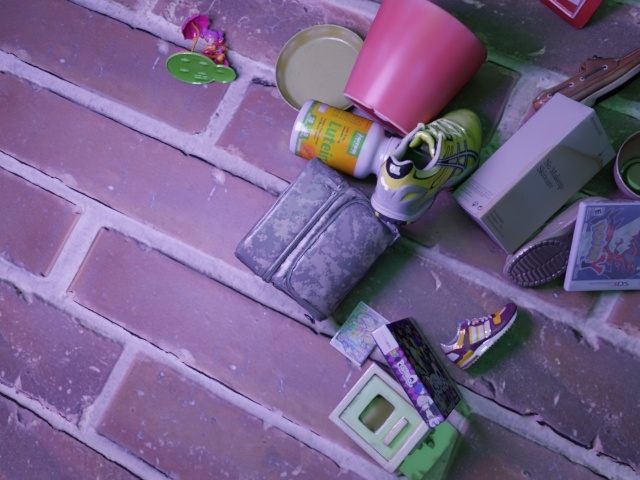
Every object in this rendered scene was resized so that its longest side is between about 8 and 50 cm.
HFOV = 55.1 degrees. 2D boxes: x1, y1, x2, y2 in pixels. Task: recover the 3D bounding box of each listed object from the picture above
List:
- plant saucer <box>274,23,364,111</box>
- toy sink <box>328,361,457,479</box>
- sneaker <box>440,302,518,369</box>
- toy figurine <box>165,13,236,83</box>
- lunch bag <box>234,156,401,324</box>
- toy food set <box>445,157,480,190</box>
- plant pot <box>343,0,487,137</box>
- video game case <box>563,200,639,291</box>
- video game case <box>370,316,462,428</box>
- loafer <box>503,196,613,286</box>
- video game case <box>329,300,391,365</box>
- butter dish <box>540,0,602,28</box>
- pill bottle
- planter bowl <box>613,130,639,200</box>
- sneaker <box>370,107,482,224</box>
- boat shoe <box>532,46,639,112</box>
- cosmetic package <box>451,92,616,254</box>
[{"bbox_3d":[0.008,-0.415,1.515,0.241,0.037,0.240,-1,80,8],"label":"plant saucer"},{"bbox_3d":[0.158,0.389,1.291,0.234,0.131,0.152,40,88,13],"label":"toy sink"},{"bbox_3d":[0.345,0.191,1.331,0.084,0.069,0.185,44,88,8],"label":"sneaker"},{"bbox_3d":[-0.293,-0.495,1.550,0.173,0.130,0.159,7,70,-12],"label":"toy figurine"},{"bbox_3d":[0.000,0.000,1.359,0.256,0.212,0.305,41,87,0],"label":"lunch bag"},{"bbox_3d":[0.303,-0.179,1.429,0.192,0.038,0.132,29,78,18],"label":"toy food set"},{"bbox_3d":[0.196,-0.377,1.376,0.275,0.275,0.243,34,97,13],"label":"plant pot"},{"bbox_3d":[0.614,0.013,1.273,0.184,0.023,0.201,-1,114,-3],"label":"video game case"},{"bbox_3d":[0.203,0.260,1.257,0.042,0.232,0.210,-36,75,16],"label":"video game case"},{"bbox_3d":[0.516,0.001,1.331,0.269,0.092,0.102,-38,101,16],"label":"loafer"},{"bbox_3d":[0.091,0.212,1.397,0.087,0.011,0.122,36,87,13],"label":"video game case"},{"bbox_3d":[0.603,-0.605,1.416,0.118,0.160,0.160,-37,75,-23],"label":"butter dish"},{"bbox_3d":[0.065,-0.223,1.414,0.246,0.136,0.136,21,83,7],"label":"pill bottle"},{"bbox_3d":[0.706,-0.148,1.318,0.162,0.109,0.161,-2,80,9],"label":"planter bowl"},{"bbox_3d":[0.249,-0.186,1.295,0.145,0.147,0.384,28,51,19],"label":"sneaker"},{"bbox_3d":[0.623,-0.367,1.371,0.307,0.111,0.104,-35,77,1],"label":"boat shoe"},{"bbox_3d":[0.451,-0.138,1.301,0.309,0.160,0.113,-45,38,7],"label":"cosmetic package"}]
